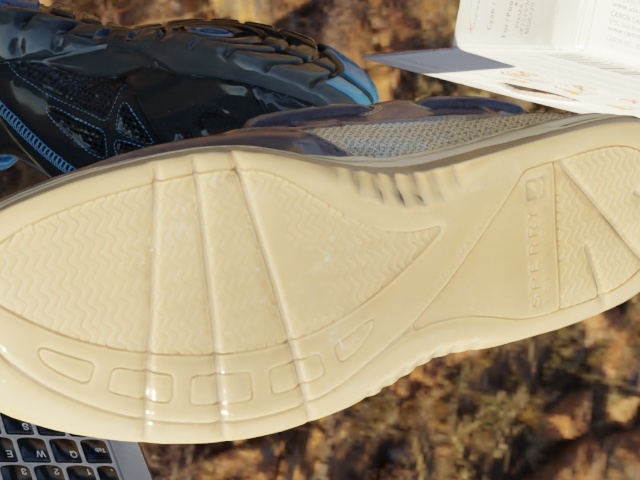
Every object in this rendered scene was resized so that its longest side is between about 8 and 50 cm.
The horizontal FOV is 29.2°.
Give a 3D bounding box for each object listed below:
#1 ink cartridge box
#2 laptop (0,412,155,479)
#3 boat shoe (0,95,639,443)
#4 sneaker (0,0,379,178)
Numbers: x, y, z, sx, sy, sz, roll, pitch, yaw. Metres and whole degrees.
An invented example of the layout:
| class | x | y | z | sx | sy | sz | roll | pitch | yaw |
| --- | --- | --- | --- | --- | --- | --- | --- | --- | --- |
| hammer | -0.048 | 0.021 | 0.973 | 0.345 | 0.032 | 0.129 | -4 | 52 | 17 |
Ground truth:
| class | x | y | z | sx | sy | sz | roll | pitch | yaw |
| --- | --- | --- | --- | --- | --- | --- | --- | --- | --- |
| ink cartridge box | 0.221 | -0.136 | 0.902 | 0.296 | 0.261 | 0.066 | 9 | 93 | -29 |
| laptop | -0.209 | 0.059 | 0.680 | 0.382 | 0.408 | 0.236 | 10 | 128 | -41 |
| boat shoe | 0.000 | 0.000 | 0.459 | 0.285 | 0.092 | 0.102 | -13 | 108 | -22 |
| sneaker | -0.121 | -0.094 | 0.900 | 0.125 | 0.341 | 0.139 | -29 | 126 | -64 |
